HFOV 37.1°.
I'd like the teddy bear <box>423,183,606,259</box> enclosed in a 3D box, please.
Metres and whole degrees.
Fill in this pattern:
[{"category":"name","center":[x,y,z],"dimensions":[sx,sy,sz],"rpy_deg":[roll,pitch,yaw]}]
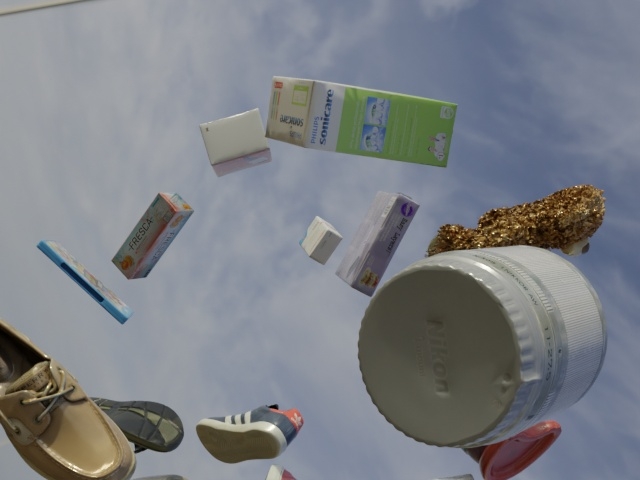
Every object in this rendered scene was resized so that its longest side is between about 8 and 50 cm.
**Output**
[{"category":"teddy bear","center":[0.352,0.000,1.722],"dimensions":[0.245,0.338,0.113],"rpy_deg":[28,51,-70]}]

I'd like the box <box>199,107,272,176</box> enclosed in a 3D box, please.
[{"category":"box","center":[-0.178,-0.205,2.035],"dimensions":[0.170,0.130,0.091],"rpy_deg":[103,-30,-86]}]

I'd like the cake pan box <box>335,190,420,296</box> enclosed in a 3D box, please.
[{"category":"cake pan box","center":[0.138,-0.003,2.383],"dimensions":[0.267,0.070,0.246],"rpy_deg":[-63,-168,-1]}]

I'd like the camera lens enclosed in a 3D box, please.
[{"category":"camera lens","center":[0.197,0.118,1.124],"dimensions":[0.219,0.274,0.219],"rpy_deg":[1,-88,34]}]

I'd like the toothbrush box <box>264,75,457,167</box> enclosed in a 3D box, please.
[{"category":"toothbrush box","center":[0.069,-0.215,1.723],"dimensions":[0.206,0.283,0.122],"rpy_deg":[-153,-111,-65]}]

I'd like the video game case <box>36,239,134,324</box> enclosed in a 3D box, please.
[{"category":"video game case","center":[-0.346,0.060,1.419],"dimensions":[0.166,0.015,0.119],"rpy_deg":[44,-5,-5]}]

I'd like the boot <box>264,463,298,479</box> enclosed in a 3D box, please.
[{"category":"boot","center":[-0.024,0.472,1.680],"dimensions":[0.244,0.176,0.088],"rpy_deg":[141,-31,-86]}]

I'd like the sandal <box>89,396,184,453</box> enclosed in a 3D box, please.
[{"category":"sandal","center":[-0.391,0.376,1.891],"dimensions":[0.303,0.120,0.086],"rpy_deg":[3,-71,32]}]

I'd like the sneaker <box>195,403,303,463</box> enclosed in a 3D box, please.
[{"category":"sneaker","center":[-0.182,0.499,2.523],"dimensions":[0.350,0.148,0.131],"rpy_deg":[-7,-68,44]}]

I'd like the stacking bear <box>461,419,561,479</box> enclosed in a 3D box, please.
[{"category":"stacking bear","center":[0.315,0.328,1.934],"dimensions":[0.289,0.175,0.164],"rpy_deg":[54,-50,37]}]

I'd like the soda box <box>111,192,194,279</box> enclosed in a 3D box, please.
[{"category":"soda box","center":[-0.327,-0.009,1.861],"dimensions":[0.058,0.063,0.183],"rpy_deg":[46,-69,18]}]

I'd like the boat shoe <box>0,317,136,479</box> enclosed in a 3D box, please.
[{"category":"boat shoe","center":[-0.399,0.225,1.336],"dimensions":[0.341,0.121,0.110],"rpy_deg":[34,-34,18]}]

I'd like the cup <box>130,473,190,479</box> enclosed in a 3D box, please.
[{"category":"cup","center":[-0.326,0.582,1.821],"dimensions":[0.331,0.237,0.331],"rpy_deg":[46,13,-14]}]

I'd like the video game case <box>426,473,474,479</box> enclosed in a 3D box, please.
[{"category":"video game case","center":[0.200,0.535,1.882],"dimensions":[0.022,0.190,0.173],"rpy_deg":[-112,-159,-52]}]

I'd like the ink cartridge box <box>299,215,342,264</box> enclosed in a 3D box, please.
[{"category":"ink cartridge box","center":[0.000,0.000,2.474],"dimensions":[0.088,0.052,0.122],"rpy_deg":[-56,-160,7]}]
